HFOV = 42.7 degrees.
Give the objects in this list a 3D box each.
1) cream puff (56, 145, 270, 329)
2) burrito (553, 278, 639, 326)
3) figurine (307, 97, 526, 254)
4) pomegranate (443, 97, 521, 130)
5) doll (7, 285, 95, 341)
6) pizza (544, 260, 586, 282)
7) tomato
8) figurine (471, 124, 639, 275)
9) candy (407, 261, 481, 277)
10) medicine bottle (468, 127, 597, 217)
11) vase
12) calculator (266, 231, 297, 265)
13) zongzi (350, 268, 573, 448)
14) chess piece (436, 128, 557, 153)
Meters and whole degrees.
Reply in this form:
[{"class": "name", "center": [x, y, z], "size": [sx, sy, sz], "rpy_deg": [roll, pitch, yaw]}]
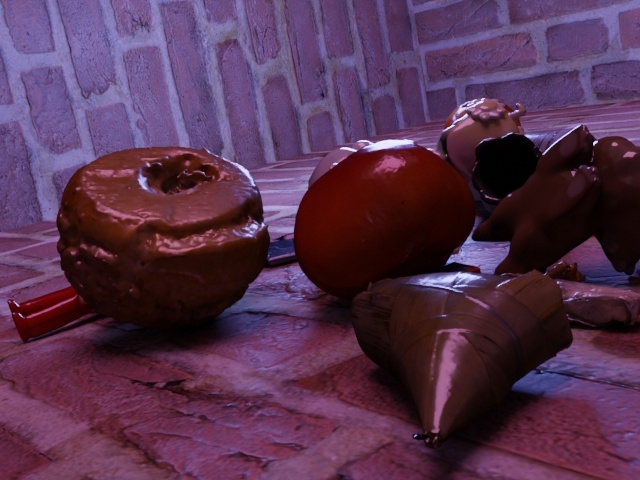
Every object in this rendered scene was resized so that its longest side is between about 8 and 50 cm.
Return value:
[{"class": "cream puff", "center": [-0.227, 0.007, 1.227], "size": [0.343, 0.231, 0.327], "rpy_deg": [28, 34, 28]}, {"class": "burrito", "center": [0.293, 0.071, 0.913], "size": [0.055, 0.041, 0.149], "rpy_deg": [-36, 24, -35]}, {"class": "figurine", "center": [0.182, -0.090, 1.350], "size": [0.394, 0.226, 0.274], "rpy_deg": [-31, 54, -4]}, {"class": "pomegranate", "center": [0.408, -0.256, 2.060], "size": [0.209, 0.209, 0.209], "rpy_deg": [-10, 11, 2]}, {"class": "doll", "center": [-0.337, 0.070, 1.406], "size": [0.384, 0.099, 0.188], "rpy_deg": [-19, 13, -23]}, {"class": "pizza", "center": [0.294, 0.054, 0.984], "size": [0.078, 0.025, 0.083], "rpy_deg": [-3, -36, -22]}, {"class": "tomato", "center": [0.086, -0.028, 1.135], "size": [0.260, 0.180, 0.260], "rpy_deg": [-21, -23, -9]}, {"class": "figurine", "center": [0.352, -0.029, 1.074], "size": [0.173, 0.247, 0.177], "rpy_deg": [22, 27, -23]}, {"class": "candy", "center": [0.150, 0.064, 1.091], "size": [0.122, 0.038, 0.062], "rpy_deg": [-16, 12, -24]}, {"class": "medicine bottle", "center": [0.399, -0.118, 1.464], "size": [0.157, 0.157, 0.289], "rpy_deg": [-20, 15, -41]}, {"class": "vase", "center": [0.317, -0.076, 1.275], "size": [0.115, 0.115, 0.237], "rpy_deg": [-5, -16, 26]}, {"class": "calculator", "center": [0.000, -0.001, 1.585], "size": [0.274, 0.028, 0.166], "rpy_deg": [-13, 11, -13]}, {"class": "zongzi", "center": [0.083, 0.115, 0.768], "size": [0.228, 0.115, 0.256], "rpy_deg": [-6, 22, 42]}, {"class": "chess piece", "center": [0.405, -0.166, 1.725], "size": [0.300, 0.167, 0.167], "rpy_deg": [-7, 10, -8]}]
